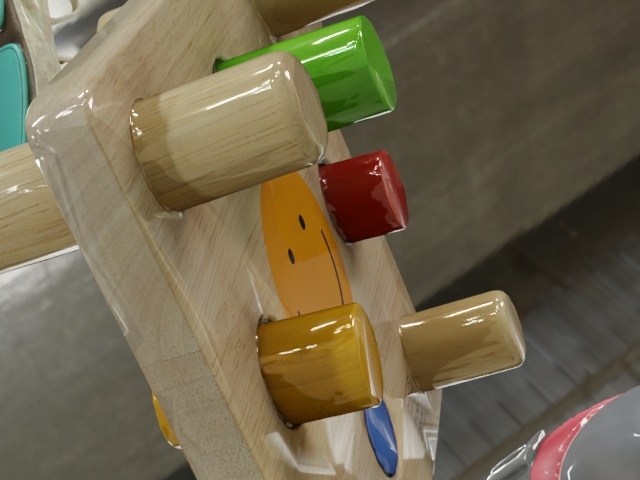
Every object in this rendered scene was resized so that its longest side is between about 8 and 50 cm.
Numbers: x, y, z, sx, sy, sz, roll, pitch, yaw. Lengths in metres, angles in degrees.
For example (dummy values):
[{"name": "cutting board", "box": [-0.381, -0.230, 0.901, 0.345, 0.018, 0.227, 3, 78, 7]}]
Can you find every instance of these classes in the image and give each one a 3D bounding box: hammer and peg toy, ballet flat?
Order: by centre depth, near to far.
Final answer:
[{"name": "hammer and peg toy", "box": [0.000, 0.000, 0.585, 0.127, 0.361, 0.266, -18, -70, 16]}, {"name": "ballet flat", "box": [-0.145, -0.103, 0.711, 0.052, 0.057, 0.168, -9, -90, -32]}]

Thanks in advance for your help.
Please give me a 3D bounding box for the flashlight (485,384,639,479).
[{"name": "flashlight", "box": [0.201, 0.084, 0.667, 0.103, 0.103, 0.304, -3, -30, -37]}]
